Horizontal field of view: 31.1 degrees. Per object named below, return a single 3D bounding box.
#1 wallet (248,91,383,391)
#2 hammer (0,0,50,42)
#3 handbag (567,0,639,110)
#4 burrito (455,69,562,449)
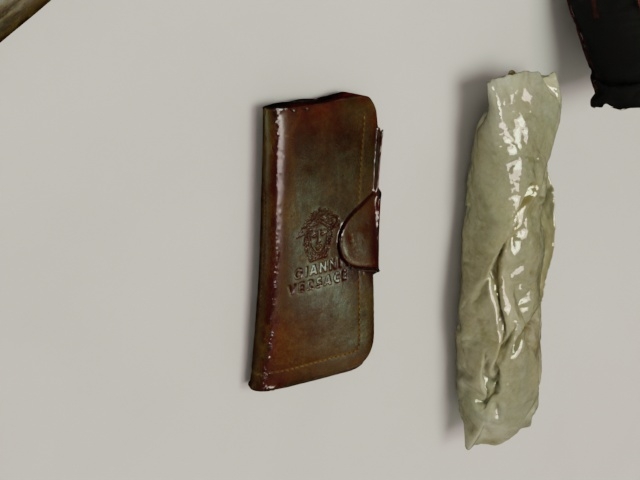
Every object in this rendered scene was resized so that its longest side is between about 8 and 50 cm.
[{"bbox_3d":[0.000,0.000,0.992,0.137,0.031,0.255,-12,113,-38],"label":"wallet"},{"bbox_3d":[-0.113,-0.247,0.765,0.409,0.095,0.242,-45,130,-17],"label":"hammer"},{"bbox_3d":[0.345,-0.229,1.127,0.215,0.155,0.169,-21,105,-33],"label":"handbag"},{"bbox_3d":[0.188,0.022,1.134,0.117,0.076,0.392,-17,116,-37],"label":"burrito"}]
